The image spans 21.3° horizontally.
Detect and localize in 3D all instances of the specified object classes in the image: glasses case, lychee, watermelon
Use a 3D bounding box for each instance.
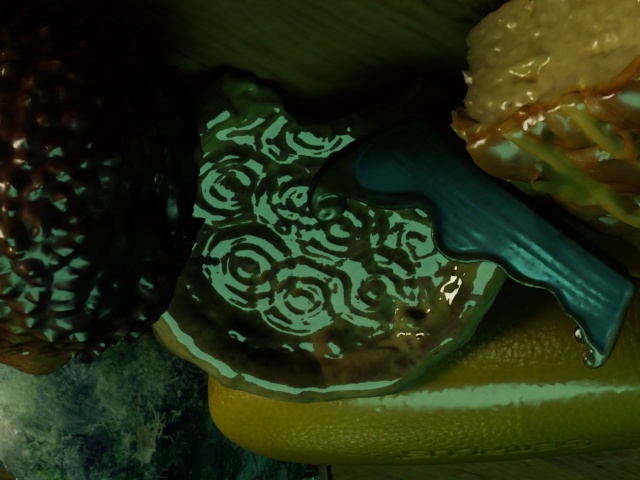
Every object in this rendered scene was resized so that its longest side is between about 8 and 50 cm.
[{"bbox_3d":[0.106,0.073,1.108,0.371,0.141,0.173,-5,151,8],"label":"glasses case"},{"bbox_3d":[-0.149,-0.033,0.873,0.188,0.188,0.188,0,152,0],"label":"lychee"},{"bbox_3d":[-0.161,0.167,1.302,0.318,0.148,0.226,13,157,-21],"label":"watermelon"}]

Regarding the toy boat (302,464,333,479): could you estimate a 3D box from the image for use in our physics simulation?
[{"bbox_3d":[-0.080,0.211,1.451,0.210,0.084,0.066,-7,164,27],"label":"toy boat"}]

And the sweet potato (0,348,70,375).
[{"bbox_3d":[-0.227,0.002,1.029,0.097,0.097,0.252,-13,146,24],"label":"sweet potato"}]

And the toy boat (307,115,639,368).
[{"bbox_3d":[0.083,0.003,0.922,0.185,0.075,0.077,35,101,-8],"label":"toy boat"}]

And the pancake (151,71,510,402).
[{"bbox_3d":[0.000,0.000,0.977,0.235,0.029,0.212,-6,114,-1],"label":"pancake"}]

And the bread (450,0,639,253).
[{"bbox_3d":[0.224,-0.054,0.899,0.184,0.114,0.274,-24,142,36],"label":"bread"}]
